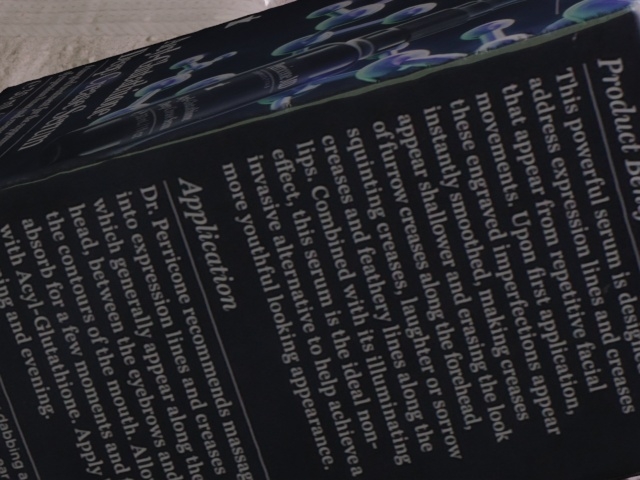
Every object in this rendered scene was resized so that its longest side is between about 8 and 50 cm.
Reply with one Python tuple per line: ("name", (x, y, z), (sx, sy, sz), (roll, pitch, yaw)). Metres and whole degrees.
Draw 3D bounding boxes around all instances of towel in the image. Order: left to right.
("towel", (-0.157, -0.164, 1.262), (0.282, 0.049, 0.187), (3, 61, 24))

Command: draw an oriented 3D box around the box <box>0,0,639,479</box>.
("box", (0.000, 0.000, 0.909), (0.395, 0.212, 0.293), (-15, 16, 12))
